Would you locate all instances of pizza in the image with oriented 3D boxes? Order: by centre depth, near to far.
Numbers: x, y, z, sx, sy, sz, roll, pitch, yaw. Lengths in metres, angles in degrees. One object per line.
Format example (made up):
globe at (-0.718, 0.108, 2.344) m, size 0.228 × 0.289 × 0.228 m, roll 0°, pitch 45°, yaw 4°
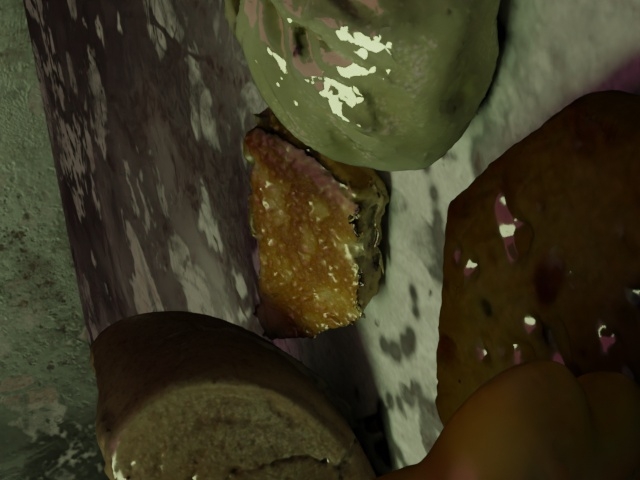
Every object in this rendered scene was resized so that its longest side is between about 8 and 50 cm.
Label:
pizza at (0.000, 0.000, 0.831) m, size 0.147 × 0.069 × 0.226 m, roll 24°, pitch 131°, yaw 38°

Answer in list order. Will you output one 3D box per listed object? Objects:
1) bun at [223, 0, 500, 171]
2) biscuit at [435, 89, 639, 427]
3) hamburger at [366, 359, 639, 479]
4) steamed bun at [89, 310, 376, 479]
bun at (0.009, -0.152, 0.614) m, size 0.231 × 0.133 × 0.231 m, roll 168°, pitch 90°, yaw -70°
biscuit at (0.161, 0.107, 0.498) m, size 0.359 × 0.046 × 0.359 m, roll 166°, pitch 90°, yaw -68°
hamburger at (0.048, 0.201, 0.452) m, size 0.302 × 0.261 × 0.186 m, roll -61°, pitch 39°, yaw 31°
steamed bun at (-0.062, 0.192, 0.925) m, size 0.301 × 0.199 × 0.251 m, roll 60°, pitch 179°, yaw -20°
